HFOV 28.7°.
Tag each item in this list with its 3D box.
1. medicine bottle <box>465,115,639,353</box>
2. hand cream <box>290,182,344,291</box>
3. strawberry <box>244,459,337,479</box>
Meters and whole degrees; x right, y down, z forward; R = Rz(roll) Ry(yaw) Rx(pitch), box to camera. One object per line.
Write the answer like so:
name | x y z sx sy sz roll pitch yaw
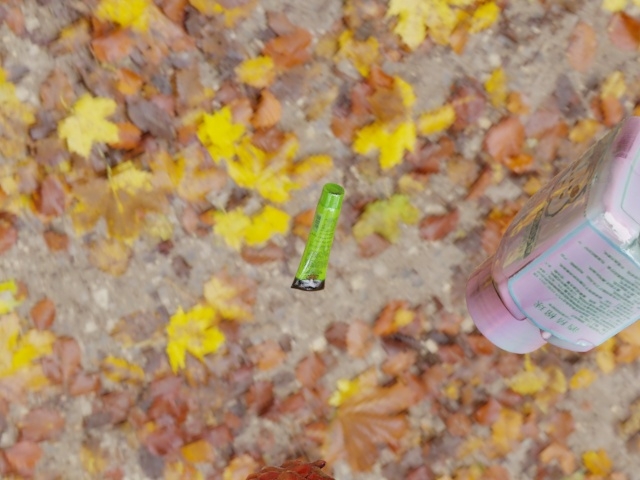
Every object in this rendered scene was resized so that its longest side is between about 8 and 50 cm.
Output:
medicine bottle | 0.187 0.011 0.902 0.094 0.119 0.188 36 141 -7
hand cream | 0.000 0.000 1.235 0.036 0.023 0.122 1 124 -20
strawberry | -0.062 0.298 1.013 0.244 0.205 0.205 -22 121 17
